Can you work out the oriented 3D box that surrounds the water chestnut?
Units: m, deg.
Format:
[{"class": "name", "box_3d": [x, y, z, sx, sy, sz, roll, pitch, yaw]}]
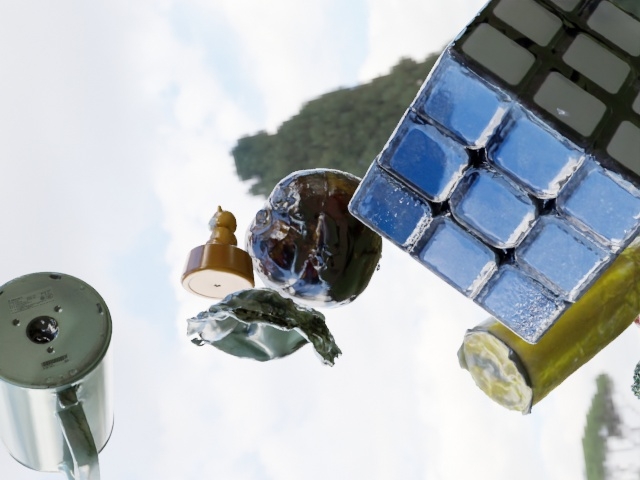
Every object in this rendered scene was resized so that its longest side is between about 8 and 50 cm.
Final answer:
[{"class": "water chestnut", "box_3d": [0.000, 0.000, 2.326, 0.244, 0.289, 0.289, -6, -95, -77]}]

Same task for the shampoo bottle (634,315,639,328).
[{"class": "shampoo bottle", "box_3d": [0.704, 0.146, 2.430, 0.104, 0.278, 0.104, -13, -69, -36]}]

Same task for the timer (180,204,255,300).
[{"class": "timer", "box_3d": [-0.177, 0.013, 2.142, 0.132, 0.132, 0.152, 47, -140, -54]}]

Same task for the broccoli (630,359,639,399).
[{"class": "broccoli", "box_3d": [0.521, 0.240, 1.479, 0.221, 0.252, 0.361, 63, -159, -19]}]

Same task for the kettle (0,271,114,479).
[{"class": "kettle", "box_3d": [-0.405, 0.234, 1.903, 0.205, 0.265, 0.318, -49, -16, -33]}]

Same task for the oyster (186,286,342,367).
[{"class": "oyster", "box_3d": [-0.051, 0.105, 1.407, 0.252, 0.199, 0.087, 3, -105, -32]}]

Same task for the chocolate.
[{"class": "chocolate", "box_3d": [0.436, 0.115, 1.976, 0.445, 0.162, 0.162, -30, -68, -28]}]

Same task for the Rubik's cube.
[{"class": "Rubik's cube", "box_3d": [0.266, -0.114, 1.496, 0.301, 0.305, 0.304, 36, -132, 4]}]
